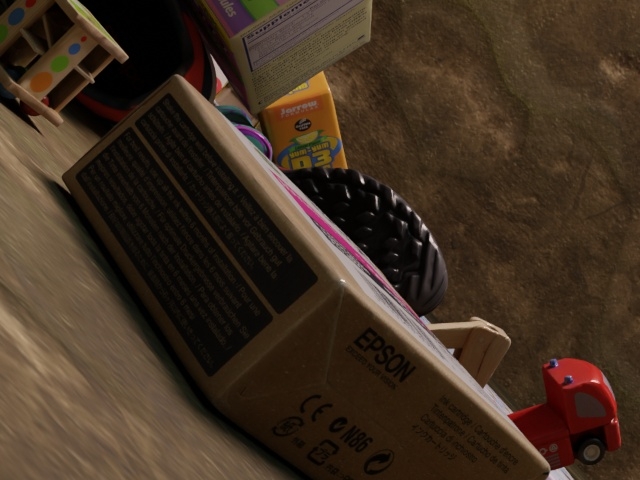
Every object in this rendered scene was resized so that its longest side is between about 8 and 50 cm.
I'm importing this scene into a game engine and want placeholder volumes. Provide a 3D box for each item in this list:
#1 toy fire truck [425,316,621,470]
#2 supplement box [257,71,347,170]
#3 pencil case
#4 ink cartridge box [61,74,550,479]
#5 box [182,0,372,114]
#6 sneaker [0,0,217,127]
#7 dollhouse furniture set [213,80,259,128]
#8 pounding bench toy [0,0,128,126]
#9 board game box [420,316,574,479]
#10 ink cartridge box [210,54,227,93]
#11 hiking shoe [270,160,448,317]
[{"bbox_3d":[0.096,0.100,1.037,0.047,0.192,0.135,-123,-162,-67],"label":"toy fire truck"},{"bbox_3d":[-0.017,-0.094,1.693,0.233,0.078,0.080,75,-4,-47],"label":"supplement box"},{"bbox_3d":[-0.093,-0.101,1.667,0.070,0.064,0.151,45,3,-17],"label":"pencil case"},{"bbox_3d":[-0.005,0.046,0.833,0.235,0.088,0.193,42,7,-47],"label":"ink cartridge box"},{"bbox_3d":[-0.067,-0.231,1.167,0.213,0.117,0.243,57,-4,7],"label":"box"},{"bbox_3d":[-0.201,-0.223,1.142,0.350,0.131,0.148,47,-1,-3],"label":"sneaker"},{"bbox_3d":[-0.132,-0.162,1.800,0.151,0.076,0.058,47,4,8],"label":"dollhouse furniture set"},{"bbox_3d":[-0.165,-0.116,0.906,0.083,0.065,0.052,49,5,35],"label":"pounding bench toy"},{"bbox_3d":[0.113,0.146,1.320,0.318,0.066,0.318,47,3,-7],"label":"board game box"},{"bbox_3d":[-0.107,-0.368,1.917,0.279,0.385,0.160,46,0,-22],"label":"ink cartridge box"},{"bbox_3d":[0.000,0.000,1.107,0.227,0.086,0.114,26,-14,30],"label":"hiking shoe"}]
